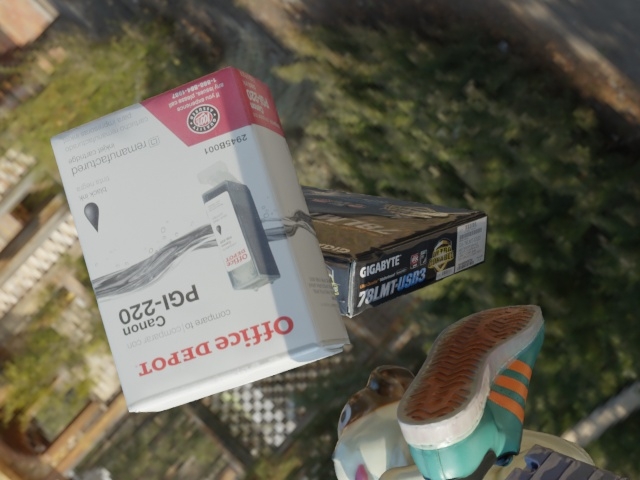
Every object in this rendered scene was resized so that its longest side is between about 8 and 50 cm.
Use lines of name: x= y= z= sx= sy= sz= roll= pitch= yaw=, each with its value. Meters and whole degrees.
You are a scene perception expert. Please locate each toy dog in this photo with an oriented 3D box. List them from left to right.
toy dog: x=0.207 y=0.355 z=1.886 sx=0.407 sy=0.395 sz=0.285 roll=23 pitch=135 yaw=25

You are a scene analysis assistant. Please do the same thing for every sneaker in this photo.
sneaker: x=0.173 y=0.172 z=1.311 sx=0.108 sy=0.302 sz=0.121 roll=-4 pitch=111 yaw=32

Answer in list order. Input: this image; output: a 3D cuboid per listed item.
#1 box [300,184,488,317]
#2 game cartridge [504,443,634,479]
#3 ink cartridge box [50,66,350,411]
box: x=0.000 y=0.000 z=1.415 sx=0.295 sy=0.073 sz=0.293 roll=11 pitch=-165 yaw=35
game cartridge: x=0.207 y=0.387 z=1.287 sx=0.230 sy=0.355 sz=0.068 roll=16 pitch=147 yaw=56
ink cartridge box: x=-0.089 y=0.003 z=0.901 sx=0.092 sy=0.158 sz=0.218 roll=8 pitch=-117 yaw=-76
